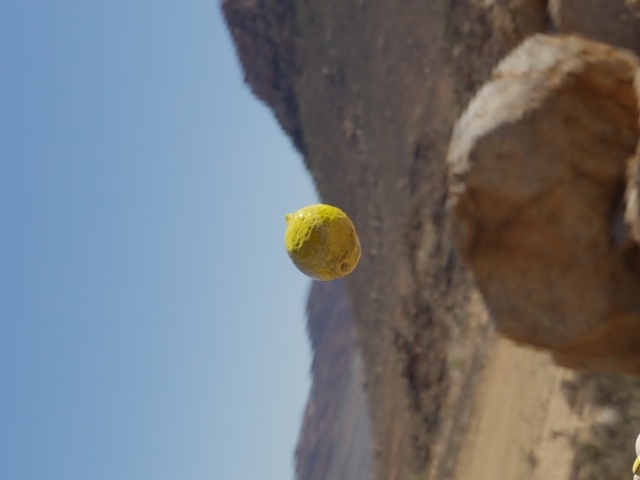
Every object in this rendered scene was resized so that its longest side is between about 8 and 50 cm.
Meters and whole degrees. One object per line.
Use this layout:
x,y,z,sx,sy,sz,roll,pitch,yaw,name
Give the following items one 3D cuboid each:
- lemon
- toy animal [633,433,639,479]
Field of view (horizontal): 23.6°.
0.000,0.000,1.350,0.065,0.092,0.065,-23,-49,-28,lemon
0.456,0.286,2.027,0.114,0.091,0.082,70,-165,-55,toy animal
